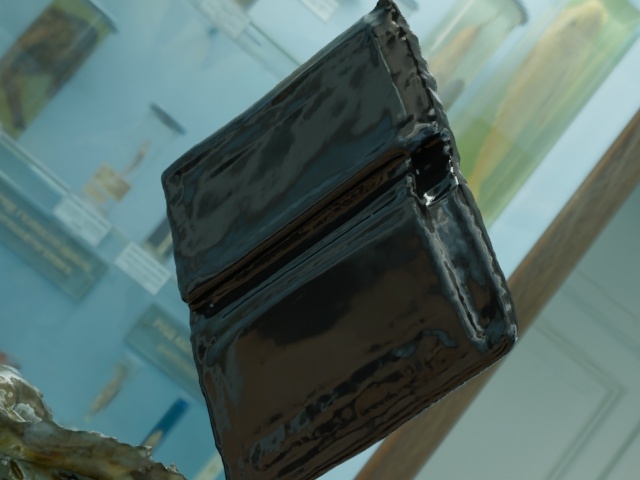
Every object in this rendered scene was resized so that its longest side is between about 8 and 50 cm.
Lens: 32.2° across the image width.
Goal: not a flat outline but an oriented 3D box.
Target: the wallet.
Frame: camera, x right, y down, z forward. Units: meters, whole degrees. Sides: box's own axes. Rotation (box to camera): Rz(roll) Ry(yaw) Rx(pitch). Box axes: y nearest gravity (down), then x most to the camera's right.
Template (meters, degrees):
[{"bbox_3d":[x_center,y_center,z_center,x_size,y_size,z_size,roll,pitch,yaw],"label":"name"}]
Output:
[{"bbox_3d":[0.000,0.000,0.777,0.041,0.247,0.323,33,31,-47],"label":"wallet"}]

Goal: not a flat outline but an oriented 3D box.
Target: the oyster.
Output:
[{"bbox_3d":[-0.247,0.234,0.957,0.337,0.198,0.133,41,-29,-10],"label":"oyster"}]

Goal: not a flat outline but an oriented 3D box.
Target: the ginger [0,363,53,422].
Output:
[{"bbox_3d":[-0.392,0.221,1.165,0.375,0.176,0.256,19,-49,38],"label":"ginger"}]
